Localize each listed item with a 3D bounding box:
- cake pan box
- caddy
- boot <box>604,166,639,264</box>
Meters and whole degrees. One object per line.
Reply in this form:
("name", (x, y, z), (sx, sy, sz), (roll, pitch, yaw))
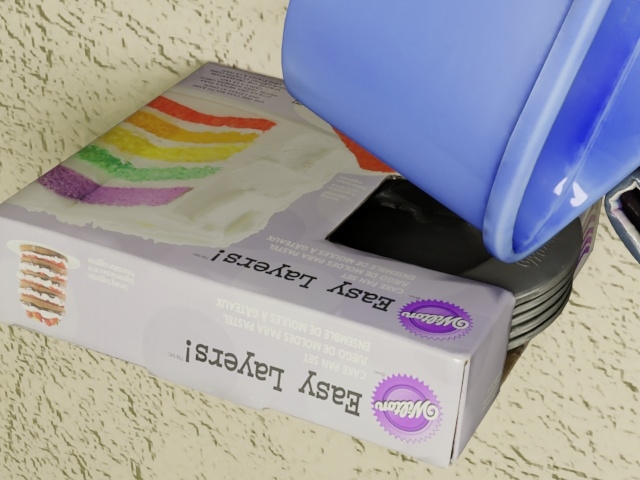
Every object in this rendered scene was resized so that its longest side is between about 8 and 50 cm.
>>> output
("cake pan box", (0.000, 0.000, 0.864), (0.267, 0.246, 0.070), (17, 122, 20))
("caddy", (0.131, -0.150, 0.725), (0.179, 0.241, 0.341), (33, 126, 16))
("boot", (0.221, 0.026, 0.861), (0.190, 0.086, 0.069), (46, 126, 0))
